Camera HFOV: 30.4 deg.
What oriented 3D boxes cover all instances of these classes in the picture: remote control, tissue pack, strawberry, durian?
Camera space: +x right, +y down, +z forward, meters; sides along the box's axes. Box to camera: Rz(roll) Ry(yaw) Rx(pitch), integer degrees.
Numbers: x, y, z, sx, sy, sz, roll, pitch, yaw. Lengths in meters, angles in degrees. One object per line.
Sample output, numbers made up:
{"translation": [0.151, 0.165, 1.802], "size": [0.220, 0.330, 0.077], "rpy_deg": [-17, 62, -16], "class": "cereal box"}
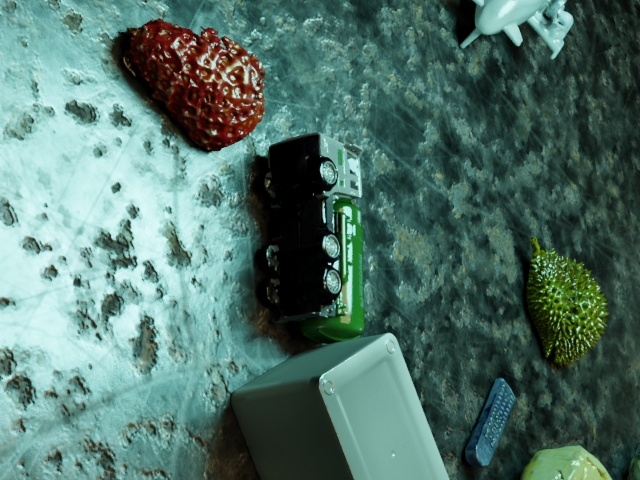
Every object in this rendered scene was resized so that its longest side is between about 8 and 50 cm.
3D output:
{"translation": [0.236, 0.256, 1.642], "size": [0.043, 0.027, 0.152], "rpy_deg": [51, 43, -15], "class": "remote control"}
{"translation": [0.034, 0.248, 1.335], "size": [0.159, 0.136, 0.246], "rpy_deg": [-25, 96, -49], "class": "tissue pack"}
{"translation": [-0.133, -0.183, 1.339], "size": [0.188, 0.082, 0.121], "rpy_deg": [35, 56, -40], "class": "strawberry"}
{"translation": [0.380, 0.079, 1.810], "size": [0.146, 0.102, 0.208], "rpy_deg": [-35, 100, -42], "class": "durian"}

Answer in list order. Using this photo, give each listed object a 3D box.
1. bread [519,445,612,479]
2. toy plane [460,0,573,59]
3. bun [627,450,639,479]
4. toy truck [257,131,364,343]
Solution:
{"translation": [0.368, 0.402, 1.678], "size": [0.236, 0.106, 0.140], "rpy_deg": [54, 43, -21], "class": "bread"}
{"translation": [0.297, -0.387, 1.866], "size": [0.245, 0.117, 0.244], "rpy_deg": [21, 49, -26], "class": "toy plane"}
{"translation": [0.549, 0.388, 1.879], "size": [0.166, 0.113, 0.173], "rpy_deg": [-53, 140, -38], "class": "bun"}
{"translation": [0.000, 0.000, 1.411], "size": [0.125, 0.101, 0.242], "rpy_deg": [14, 69, -50], "class": "toy truck"}
